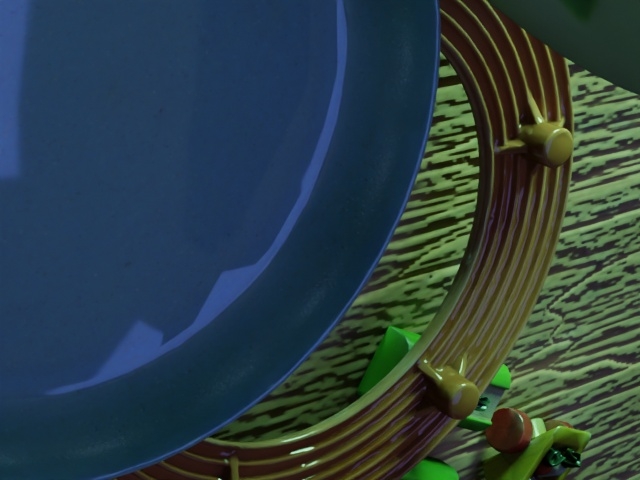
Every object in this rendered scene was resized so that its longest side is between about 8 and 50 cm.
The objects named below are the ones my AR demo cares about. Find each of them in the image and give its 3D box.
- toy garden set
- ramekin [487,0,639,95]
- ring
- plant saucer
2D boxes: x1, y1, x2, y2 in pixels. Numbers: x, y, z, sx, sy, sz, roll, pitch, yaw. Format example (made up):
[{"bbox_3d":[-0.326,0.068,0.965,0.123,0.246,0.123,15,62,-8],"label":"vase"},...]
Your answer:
[{"bbox_3d":[0.058,0.185,1.079,0.204,0.049,0.244,20,98,-51],"label":"toy garden set"},{"bbox_3d":[0.107,-0.192,0.707,0.148,0.303,0.303,-44,140,-7],"label":"ramekin"},{"bbox_3d":[0.000,0.000,0.878,0.337,0.032,0.336,-17,120,-33],"label":"ring"},{"bbox_3d":[-0.093,-0.053,0.730,0.318,0.044,0.317,-15,119,-30],"label":"plant saucer"}]
